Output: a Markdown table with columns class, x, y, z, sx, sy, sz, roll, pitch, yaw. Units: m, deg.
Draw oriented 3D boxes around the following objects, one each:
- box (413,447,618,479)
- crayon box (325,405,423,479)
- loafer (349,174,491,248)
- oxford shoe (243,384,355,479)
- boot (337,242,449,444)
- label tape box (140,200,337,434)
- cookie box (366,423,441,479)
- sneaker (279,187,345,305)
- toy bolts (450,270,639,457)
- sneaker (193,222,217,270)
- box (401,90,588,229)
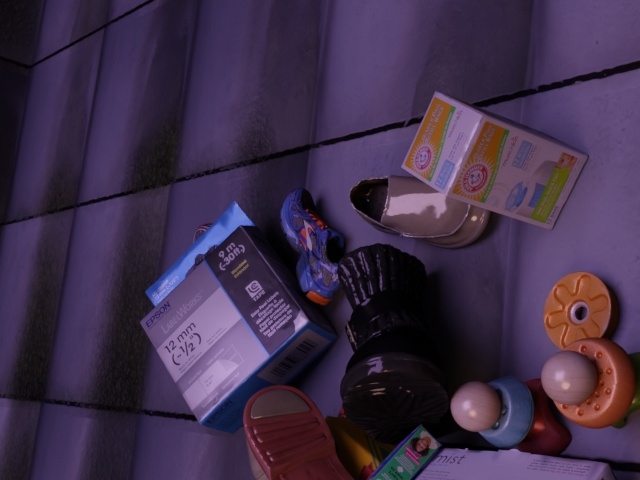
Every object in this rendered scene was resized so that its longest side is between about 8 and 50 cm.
| class | x | y | z | sx | sy | sz | roll | pitch | yaw |
| --- | --- | --- | --- | --- | --- | --- | --- | --- | --- |
| box | 0.189 | 0.358 | 1.135 | 0.262 | 0.231 | 0.126 | -10 | 113 | 50 |
| crayon box | 0.057 | 0.392 | 1.433 | 0.318 | 0.081 | 0.202 | 31 | 103 | 53 |
| loafer | 0.138 | -0.047 | 1.470 | 0.268 | 0.092 | 0.102 | 1 | 79 | 53 |
| oxford shoe | 0.002 | 0.394 | 1.361 | 0.146 | 0.141 | 0.397 | 99 | 154 | -52 |
| boot | 0.089 | 0.114 | 1.318 | 0.131 | 0.348 | 0.260 | -7 | 68 | 4 |
| label tape box | -0.169 | 0.112 | 1.687 | 0.249 | 0.115 | 0.347 | -44 | 58 | 8 |
| cookie box | 0.096 | 0.297 | 1.281 | 0.040 | 0.107 | 0.092 | 43 | 149 | 9 |
| sneaker | 0.000 | 0.000 | 1.662 | 0.087 | 0.083 | 0.221 | -34 | 57 | 25 |
| toy bolts | 0.259 | 0.150 | 1.187 | 0.228 | 0.158 | 0.218 | -44 | 46 | 35 |
| sneaker | -0.204 | 0.097 | 1.852 | 0.121 | 0.112 | 0.299 | -36 | 50 | 40 |
| box | 0.224 | -0.102 | 1.284 | 0.103 | 0.203 | 0.114 | 40 | 110 | 51 |
